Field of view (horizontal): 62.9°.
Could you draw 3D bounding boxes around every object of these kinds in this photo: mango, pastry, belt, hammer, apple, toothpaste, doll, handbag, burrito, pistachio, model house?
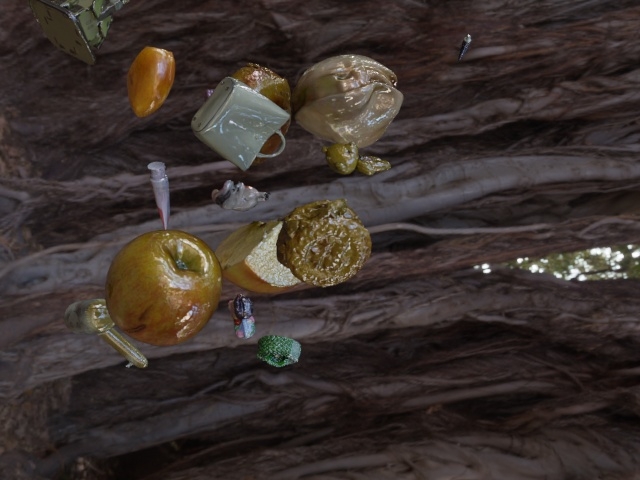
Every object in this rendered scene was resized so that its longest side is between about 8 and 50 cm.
[{"bbox_3d":[-0.596,-0.553,1.827,0.252,0.154,0.126,-67,171,8],"label":"mango"},{"bbox_3d":[-0.230,-0.426,1.798,0.164,0.356,0.355,26,-39,19],"label":"pastry"},{"bbox_3d":[-0.137,0.369,1.714,0.121,0.152,0.079,-31,-132,42],"label":"belt"},{"bbox_3d":[-0.669,0.310,1.681,0.202,0.113,0.305,-8,-53,44],"label":"hammer"},{"bbox_3d":[-0.343,0.097,1.172,0.264,0.265,0.264,171,-90,-78],"label":"apple"},{"bbox_3d":[0.383,-0.514,1.395,0.083,0.019,0.027,98,15,-65],"label":"toothpaste"},{"bbox_3d":[-0.518,-0.143,1.715,0.089,0.057,0.234,-98,-174,-53],"label":"toothpaste"},{"bbox_3d":[-0.203,0.052,1.755,0.309,0.314,0.251,-9,-101,55],"label":"apple"},{"bbox_3d":[0.114,-0.251,1.583,0.137,0.210,0.097,52,-46,46],"label":"doll"},{"bbox_3d":[-0.219,-0.336,1.610,0.315,0.241,0.109,31,16,-41],"label":"handbag"},{"bbox_3d":[-0.135,-0.089,2.130,0.042,0.051,0.171,52,-31,-10],"label":"burrito"},{"bbox_3d":[0.089,-0.459,1.746,0.445,0.366,0.281,6,70,-73],"label":"pistachio"},{"bbox_3d":[-0.734,-0.741,1.674,0.219,0.278,0.204,28,-27,15],"label":"model house"},{"bbox_3d":[-0.297,-0.156,1.897,0.149,0.192,0.095,-24,-108,40],"label":"doll"},{"bbox_3d":[0.000,0.000,1.345,0.235,0.240,0.132,55,10,-35],"label":"pastry"}]

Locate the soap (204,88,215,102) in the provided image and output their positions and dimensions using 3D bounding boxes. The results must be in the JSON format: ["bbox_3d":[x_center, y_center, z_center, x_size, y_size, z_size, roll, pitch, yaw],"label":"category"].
[{"bbox_3d":[-0.375,-0.449,1.929,0.122,0.066,0.202,-163,-118,-74],"label":"soap"}]

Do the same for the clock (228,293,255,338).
[{"bbox_3d":[-0.342,0.333,2.303,0.195,0.100,0.193,131,-53,-73],"label":"clock"}]
